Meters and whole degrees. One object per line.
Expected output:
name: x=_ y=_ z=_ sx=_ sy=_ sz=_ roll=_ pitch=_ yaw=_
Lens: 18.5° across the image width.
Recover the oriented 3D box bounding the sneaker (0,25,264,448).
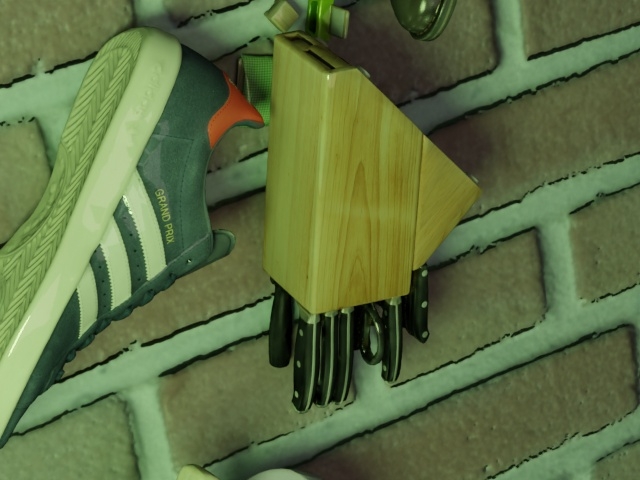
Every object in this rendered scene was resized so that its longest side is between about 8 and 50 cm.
sneaker: x=-0.155 y=0.019 z=1.494 sx=0.148 sy=0.131 sz=0.350 roll=28 pitch=90 yaw=-29

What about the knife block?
knife block: x=0.000 y=0.000 z=1.584 sx=0.242 sy=0.088 sz=0.276 roll=-50 pitch=131 yaw=-1

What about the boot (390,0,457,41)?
boot: x=-0.024 y=-0.265 z=1.478 sx=0.229 sy=0.091 sz=0.263 roll=-8 pitch=76 yaw=-30

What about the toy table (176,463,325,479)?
toy table: x=-0.096 y=0.311 z=1.571 sx=0.161 sy=0.252 sz=0.274 roll=15 pitch=86 yaw=-49

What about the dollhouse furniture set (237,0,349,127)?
dollhouse furniture set: x=-0.019 y=-0.155 z=1.563 sx=0.076 sy=0.058 sz=0.151 roll=-3 pitch=107 yaw=-29
